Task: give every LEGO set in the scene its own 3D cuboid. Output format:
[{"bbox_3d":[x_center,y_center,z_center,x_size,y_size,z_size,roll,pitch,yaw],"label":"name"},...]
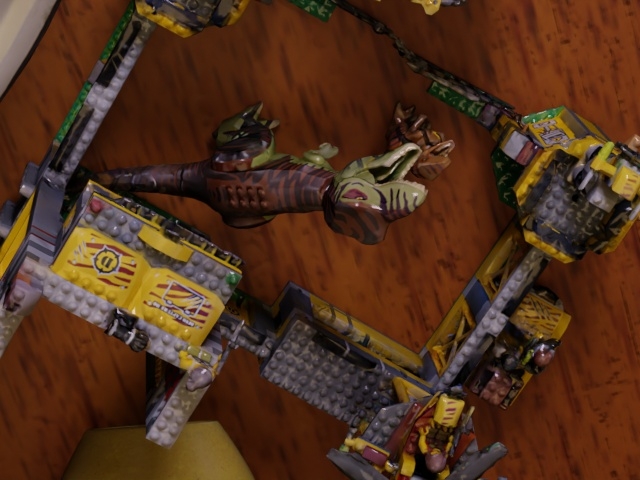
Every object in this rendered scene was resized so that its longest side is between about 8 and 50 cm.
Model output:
[{"bbox_3d":[0.000,0.000,0.734,0.331,0.192,0.255,37,102,-17],"label":"LEGO set"}]

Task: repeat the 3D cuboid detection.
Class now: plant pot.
[{"bbox_3d":[-0.083,0.141,0.822,0.134,0.134,0.095,-3,84,-5],"label":"plant pot"}]

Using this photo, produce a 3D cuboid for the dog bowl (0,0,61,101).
[{"bbox_3d":[-0.294,-0.172,0.593,0.408,0.150,0.408,-19,126,-28],"label":"dog bowl"}]
